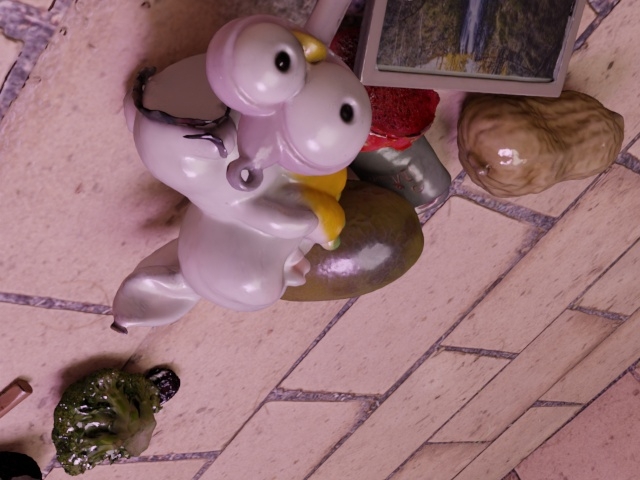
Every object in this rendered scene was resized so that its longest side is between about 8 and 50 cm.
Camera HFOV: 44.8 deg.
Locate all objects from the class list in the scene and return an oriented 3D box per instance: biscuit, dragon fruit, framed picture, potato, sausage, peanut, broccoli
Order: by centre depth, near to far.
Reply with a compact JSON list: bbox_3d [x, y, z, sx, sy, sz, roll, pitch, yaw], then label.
[{"bbox_3d":[0.185,-0.279,0.849,0.324,0.020,0.240,-3,114,-36],"label":"framed picture"},{"bbox_3d":[0.042,-0.147,0.871,0.153,0.153,0.111,-5,154,-34],"label":"dragon fruit"},{"bbox_3d":[0.000,0.000,0.969,0.252,0.159,0.174,-14,168,8],"label":"potato"},{"bbox_3d":[-0.431,0.228,1.030,0.116,0.026,0.026,-39,145,8],"label":"sausage"},{"bbox_3d":[-0.292,0.246,1.074,0.162,0.138,0.145,-23,126,-52],"label":"broccoli"},{"bbox_3d":[0.293,-0.135,1.081,0.291,0.142,0.159,-11,173,-36],"label":"peanut"},{"bbox_3d":[-0.255,0.226,1.165,0.089,0.027,0.087,-9,139,-30],"label":"biscuit"}]

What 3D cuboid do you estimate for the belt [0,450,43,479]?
[{"bbox_3d":[-0.507,0.384,1.026,0.289,0.184,0.164,-13,135,-35],"label":"belt"}]

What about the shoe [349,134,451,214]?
[{"bbox_3d":[0.116,-0.084,1.028,0.103,0.100,0.251,-39,147,10],"label":"shoe"}]

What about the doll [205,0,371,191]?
[{"bbox_3d":[0.015,-0.201,0.648,0.160,0.094,0.365,32,79,-39],"label":"doll"}]

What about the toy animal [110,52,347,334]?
[{"bbox_3d":[-0.098,-0.035,0.800,0.248,0.182,0.309,2,131,4],"label":"toy animal"}]
